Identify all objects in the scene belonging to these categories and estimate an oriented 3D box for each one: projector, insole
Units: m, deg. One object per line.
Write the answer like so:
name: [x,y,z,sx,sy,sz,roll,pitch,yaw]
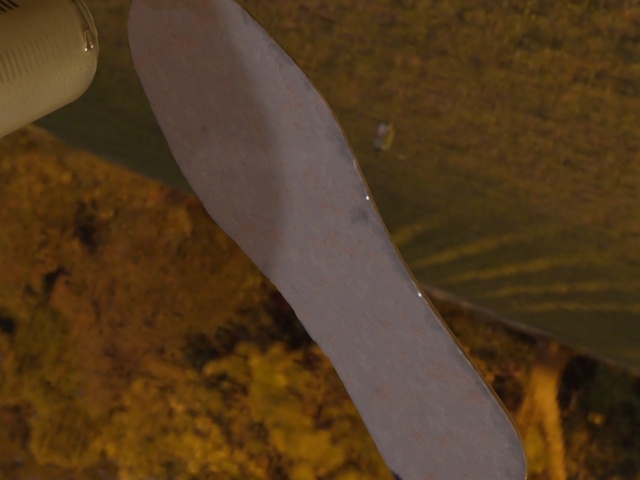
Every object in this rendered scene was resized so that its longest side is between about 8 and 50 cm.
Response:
projector: [-0.277,-0.091,0.830,0.108,0.108,0.337,16,-152,18]
insole: [0.000,0.000,0.386,0.004,0.197,0.065,-26,169,-48]
